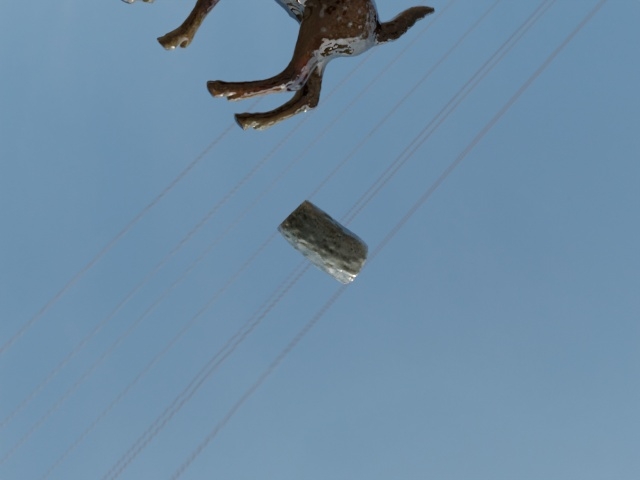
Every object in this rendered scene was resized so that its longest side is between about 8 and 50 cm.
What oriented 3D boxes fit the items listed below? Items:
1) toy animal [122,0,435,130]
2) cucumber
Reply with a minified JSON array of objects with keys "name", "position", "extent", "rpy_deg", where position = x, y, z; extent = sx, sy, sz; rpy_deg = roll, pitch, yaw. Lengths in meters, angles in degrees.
[{"name":"toy animal","position":[-0.025,-0.234,0.508],"extent":[0.260,0.243,0.087],"rpy_deg":[-43,-144,4]},{"name":"cucumber","position":[0.002,0.001,0.831],"extent":[0.112,0.064,0.064],"rpy_deg":[35,-109,-12]}]
